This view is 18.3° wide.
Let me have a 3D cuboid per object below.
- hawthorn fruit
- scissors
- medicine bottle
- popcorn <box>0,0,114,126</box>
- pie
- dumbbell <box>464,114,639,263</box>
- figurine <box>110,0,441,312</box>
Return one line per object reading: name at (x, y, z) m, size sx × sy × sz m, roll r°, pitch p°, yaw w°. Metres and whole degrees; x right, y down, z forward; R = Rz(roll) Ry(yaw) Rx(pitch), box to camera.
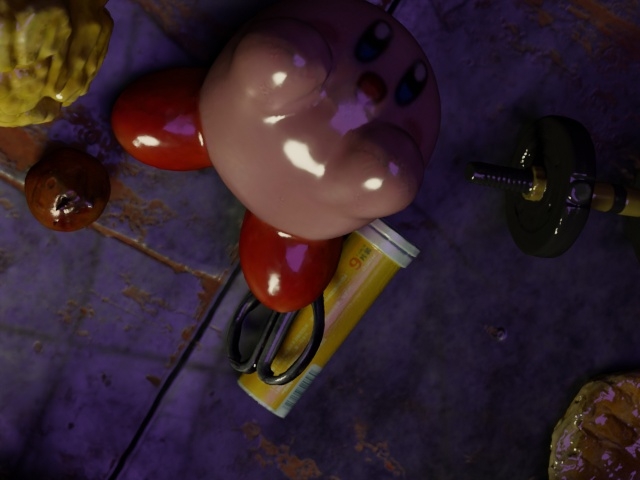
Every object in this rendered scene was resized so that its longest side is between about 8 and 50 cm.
hawthorn fruit at (-0.232, -0.043, 1.842) m, size 0.081 × 0.093 × 0.081 m, roll -5°, pitch 108°, yaw -17°
scissors at (0.000, 0.000, 1.950) m, size 0.022 × 0.109 × 0.300 m, roll 35°, pitch 79°, yaw -48°
medicine bottle at (0.006, 0.072, 1.968) m, size 0.074 × 0.074 × 0.218 m, roll 37°, pitch 92°, yaw -24°
popcorn at (-0.289, -0.203, 1.735) m, size 0.226 × 0.203 × 0.200 m, roll -37°, pitch 156°, yaw -33°
pie at (0.329, 0.223, 2.135) m, size 0.195 × 0.046 × 0.195 m, roll -6°, pitch 108°, yaw -19°
dumbbell at (0.294, -0.042, 1.995) m, size 0.325 × 0.143 × 0.143 m, roll 9°, pitch 102°, yaw -21°
figurine at (-0.007, -0.117, 1.847) m, size 0.269 × 0.261 × 0.211 m, roll 47°, pitch 47°, yaw -8°
